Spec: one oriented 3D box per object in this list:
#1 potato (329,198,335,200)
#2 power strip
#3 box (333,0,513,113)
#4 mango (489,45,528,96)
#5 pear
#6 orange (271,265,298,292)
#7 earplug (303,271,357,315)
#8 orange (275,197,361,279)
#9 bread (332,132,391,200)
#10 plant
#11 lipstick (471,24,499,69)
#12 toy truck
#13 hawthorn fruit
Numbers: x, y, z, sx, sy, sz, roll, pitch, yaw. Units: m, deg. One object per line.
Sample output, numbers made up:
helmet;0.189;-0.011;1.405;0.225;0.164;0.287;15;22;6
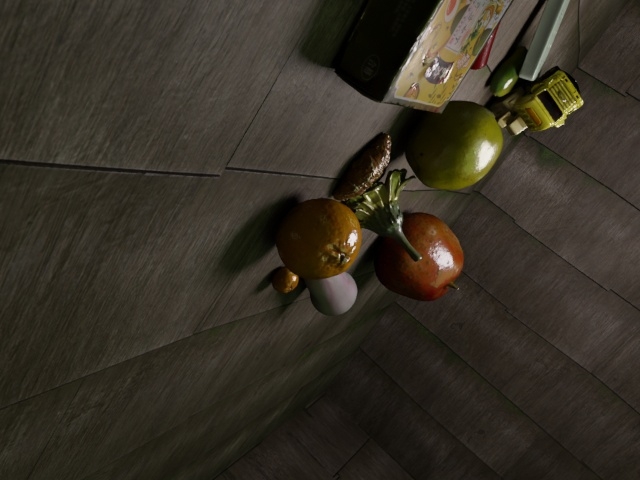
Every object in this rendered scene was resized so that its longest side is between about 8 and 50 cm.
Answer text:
potato;0.013;-0.037;1.461;0.105;0.085;0.188;-38;155;-38
power strip;0.792;-0.750;1.785;0.091;0.062;0.386;-28;140;-50
box;0.250;-0.476;1.047;0.373;0.138;0.420;-18;143;-59
mango;0.702;-0.617;1.914;0.191;0.085;0.122;-49;155;-2
pear;0.409;-0.295;1.583;0.294;0.294;0.294;-43;161;-19
orange;-0.102;0.115;1.515;0.083;0.070;0.083;-38;158;-18
earplug;0.015;0.128;1.707;0.172;0.172;0.301;-47;156;-8
orange;-0.002;0.000;1.301;0.219;0.193;0.219;-8;131;-9
bread;0.129;-0.194;1.433;0.233;0.076;0.105;-52;164;1
plant;0.174;-0.069;1.620;0.261;0.297;0.306;8;144;-33
lipstick;0.443;-0.572;1.404;0.080;0.080;0.241;-44;161;-16
toy truck;0.819;-0.529;2.034;0.254;0.181;0.405;-43;-168;1
hawthorn fruit;0.445;0.088;2.259;0.403;0.402;0.403;-43;161;-19
